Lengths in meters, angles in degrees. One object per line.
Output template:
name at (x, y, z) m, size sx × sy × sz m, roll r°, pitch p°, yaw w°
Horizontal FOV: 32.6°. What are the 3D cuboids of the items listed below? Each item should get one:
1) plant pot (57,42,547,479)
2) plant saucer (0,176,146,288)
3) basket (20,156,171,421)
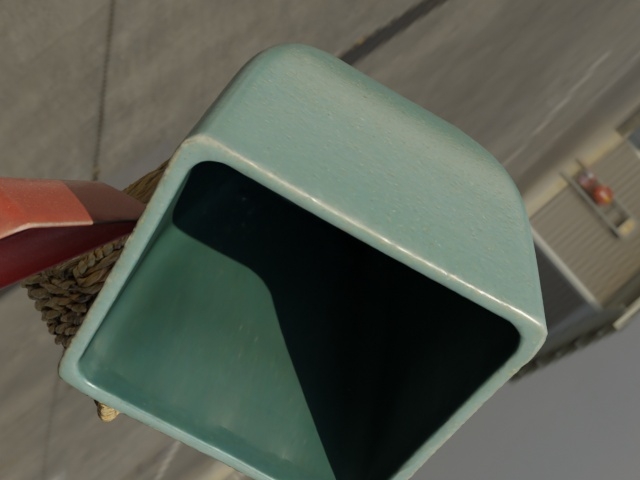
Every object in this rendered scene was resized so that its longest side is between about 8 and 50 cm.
plant pot at (0.000, 0.000, 0.795) m, size 0.247 × 0.247 × 0.252 m, roll -54°, pitch -168°, yaw 38°
plant saucer at (-0.268, 0.016, 0.758) m, size 0.258 × 0.048 × 0.259 m, roll -22°, pitch 178°, yaw 10°
basket at (-0.136, 0.042, 1.190) m, size 0.299 × 0.223 × 0.213 m, roll -37°, pitch -159°, yaw -31°
